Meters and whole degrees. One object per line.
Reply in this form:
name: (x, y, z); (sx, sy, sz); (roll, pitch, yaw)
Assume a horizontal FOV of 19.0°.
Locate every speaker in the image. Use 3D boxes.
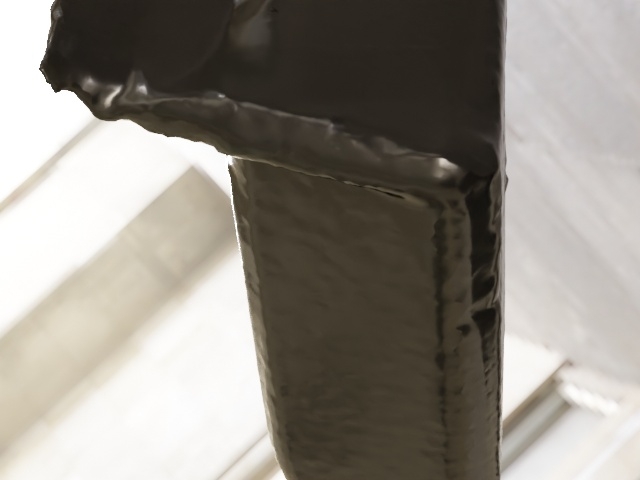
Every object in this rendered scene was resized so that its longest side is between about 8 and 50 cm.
speaker: (0.000, 0.000, 0.938); (0.388, 0.184, 0.180); (82, -169, -49)
